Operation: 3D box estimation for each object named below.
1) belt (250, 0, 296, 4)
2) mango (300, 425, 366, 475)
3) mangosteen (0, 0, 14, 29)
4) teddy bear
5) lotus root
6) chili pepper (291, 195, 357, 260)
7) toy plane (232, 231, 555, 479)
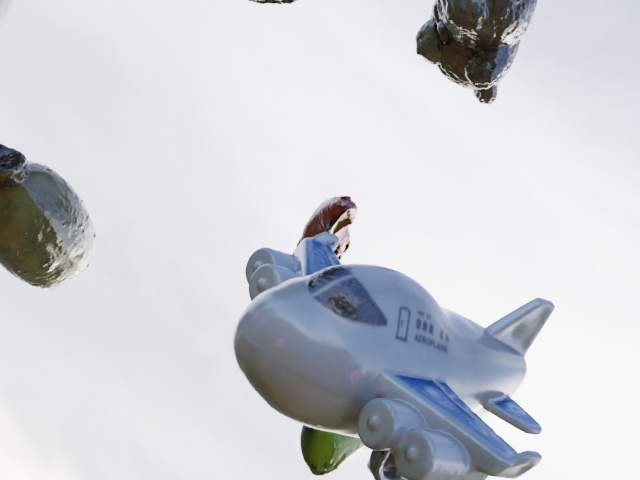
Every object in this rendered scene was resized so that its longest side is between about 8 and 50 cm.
[{"bbox_3d":[-0.062,-0.334,1.111,0.207,0.150,0.257,17,-15,-4],"label":"belt"},{"bbox_3d":[0.033,0.197,1.310,0.074,0.165,0.091,4,-55,26],"label":"mango"},{"bbox_3d":[-0.404,-0.224,0.957,0.307,0.307,0.347,40,-55,15],"label":"mangosteen"},{"bbox_3d":[0.215,-0.318,1.656,0.267,0.151,0.236,113,-33,-70],"label":"teddy bear"},{"bbox_3d":[-0.252,-0.017,1.041,0.077,0.090,0.183,34,-21,22],"label":"lotus root"},{"bbox_3d":[0.000,0.000,1.172,0.268,0.059,0.050,110,-39,-70],"label":"chili pepper"},{"bbox_3d":[0.054,0.079,0.832,0.267,0.267,0.123,35,-69,22],"label":"toy plane"}]
